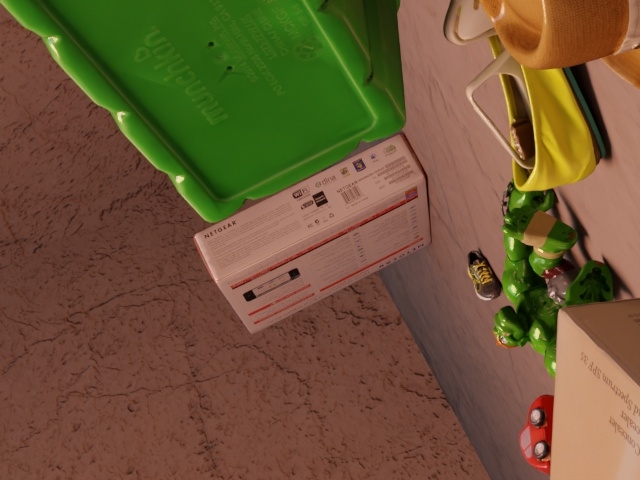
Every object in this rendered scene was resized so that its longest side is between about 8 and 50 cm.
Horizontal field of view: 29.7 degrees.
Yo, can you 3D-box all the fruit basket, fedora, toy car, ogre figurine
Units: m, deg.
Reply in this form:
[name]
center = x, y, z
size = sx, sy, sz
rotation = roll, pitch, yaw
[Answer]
[fruit basket]
center = -0.094, -0.257, 0.855
size = 0.392, 0.282, 0.392
rotation = 61, -170, -18
[fedora]
center = 0.131, -0.149, 0.657
size = 0.194, 0.079, 0.194
rotation = 155, 90, -88
[toy car]
center = 0.255, 0.320, 1.394
size = 0.053, 0.225, 0.239
rotation = -32, 83, 44
[ogre figurine]
center = 0.204, 0.050, 1.044
size = 0.197, 0.096, 0.118
rotation = 45, 149, 31

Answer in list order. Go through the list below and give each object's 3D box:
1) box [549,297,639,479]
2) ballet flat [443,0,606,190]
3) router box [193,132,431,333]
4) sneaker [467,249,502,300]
[box]
center = 0.215, 0.200, 0.713
size = 0.148, 0.121, 0.311
rotation = -125, 32, -67
[ballet flat]
center = 0.129, -0.135, 0.834
size = 0.077, 0.077, 0.231
rotation = -118, 4, -68
[router box]
center = 0.000, 0.000, 1.833
size = 0.082, 0.335, 0.301
rotation = 62, 177, 20
[sneaker]
center = 0.205, 0.044, 1.538
size = 0.083, 0.031, 0.035
rotation = -119, 5, -53
